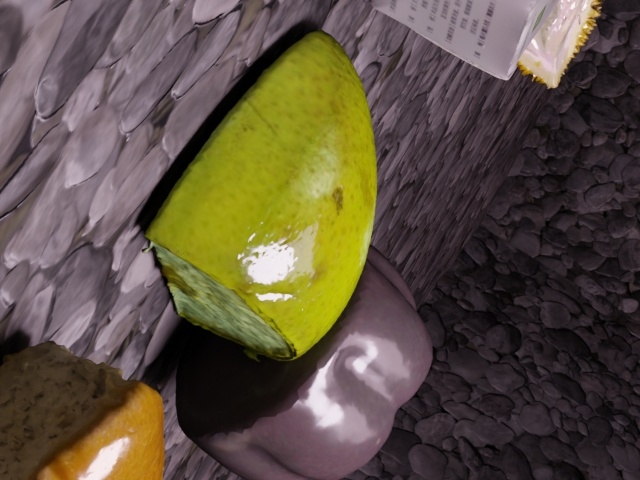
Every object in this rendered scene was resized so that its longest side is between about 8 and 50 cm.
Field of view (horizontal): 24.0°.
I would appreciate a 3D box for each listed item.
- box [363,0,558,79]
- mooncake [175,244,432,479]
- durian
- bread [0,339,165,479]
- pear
[{"bbox_3d":[0.145,-0.286,1.121,0.173,0.145,0.333,-57,171,-19],"label":"box"},{"bbox_3d":[-0.017,0.104,1.322,0.245,0.133,0.245,-30,-144,25],"label":"mooncake"},{"bbox_3d":[0.226,-0.299,1.577,0.250,0.183,0.138,108,-21,-44],"label":"durian"},{"bbox_3d":[-0.180,0.167,0.965,0.174,0.121,0.245,-55,173,-28],"label":"bread"},{"bbox_3d":[-0.015,-0.037,1.170,0.288,0.139,0.239,92,22,-75],"label":"pear"}]
